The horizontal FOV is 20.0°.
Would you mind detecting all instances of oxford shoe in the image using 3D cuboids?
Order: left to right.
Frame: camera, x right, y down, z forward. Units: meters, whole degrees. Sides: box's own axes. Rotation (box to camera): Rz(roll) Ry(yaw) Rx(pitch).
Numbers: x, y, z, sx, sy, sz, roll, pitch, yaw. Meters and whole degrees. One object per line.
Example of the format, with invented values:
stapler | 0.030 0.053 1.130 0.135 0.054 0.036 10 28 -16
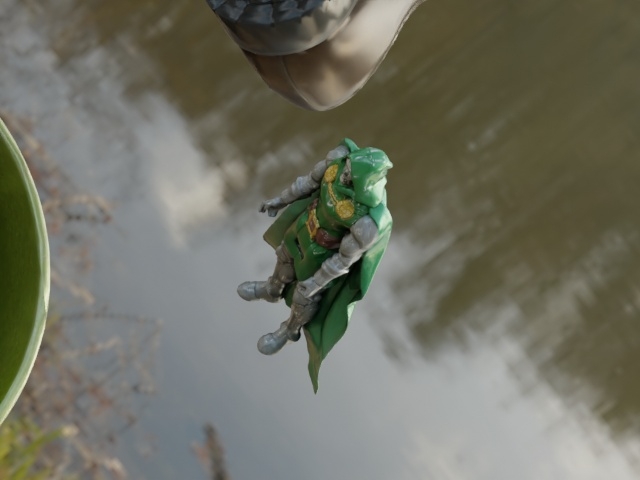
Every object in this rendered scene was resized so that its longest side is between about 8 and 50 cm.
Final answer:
oxford shoe | 0.022 -0.154 0.769 0.082 0.227 0.096 14 -26 28

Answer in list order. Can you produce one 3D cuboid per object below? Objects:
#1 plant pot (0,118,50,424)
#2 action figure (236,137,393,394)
plant pot | -0.333 0.029 1.055 0.275 0.275 0.293 46 -23 -14
action figure | 0.000 0.000 1.295 0.063 0.232 0.137 -11 63 -27
